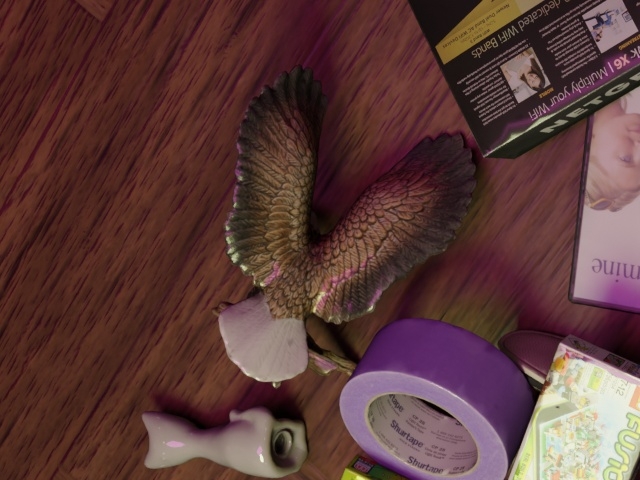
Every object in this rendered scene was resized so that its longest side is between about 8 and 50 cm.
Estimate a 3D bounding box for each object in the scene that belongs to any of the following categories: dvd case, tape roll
[{"bbox_3d":[0.345,-0.047,1.557,0.180,0.022,0.253,9,101,27],"label":"dvd case"},{"bbox_3d":[0.120,0.174,1.620,0.189,0.080,0.189,19,141,17],"label":"tape roll"}]

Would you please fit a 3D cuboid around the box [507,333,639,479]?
[{"bbox_3d":[0.256,0.207,1.535,0.114,0.036,0.207,24,112,19],"label":"box"}]

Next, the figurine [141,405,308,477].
[{"bbox_3d":[-0.119,0.295,1.819,0.209,0.092,0.214,-4,94,33],"label":"figurine"}]

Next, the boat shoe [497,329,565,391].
[{"bbox_3d":[0.276,0.166,1.590,0.233,0.084,0.079,28,129,27],"label":"boat shoe"}]

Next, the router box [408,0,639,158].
[{"bbox_3d":[0.247,-0.257,1.535,0.309,0.081,0.243,-30,75,28],"label":"router box"}]

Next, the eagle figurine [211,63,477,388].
[{"bbox_3d":[-0.004,-0.007,1.660,0.225,0.226,0.298,49,122,37],"label":"eagle figurine"}]

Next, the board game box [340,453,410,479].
[{"bbox_3d":[0.099,0.309,1.651,0.181,0.043,0.092,24,111,12],"label":"board game box"}]
